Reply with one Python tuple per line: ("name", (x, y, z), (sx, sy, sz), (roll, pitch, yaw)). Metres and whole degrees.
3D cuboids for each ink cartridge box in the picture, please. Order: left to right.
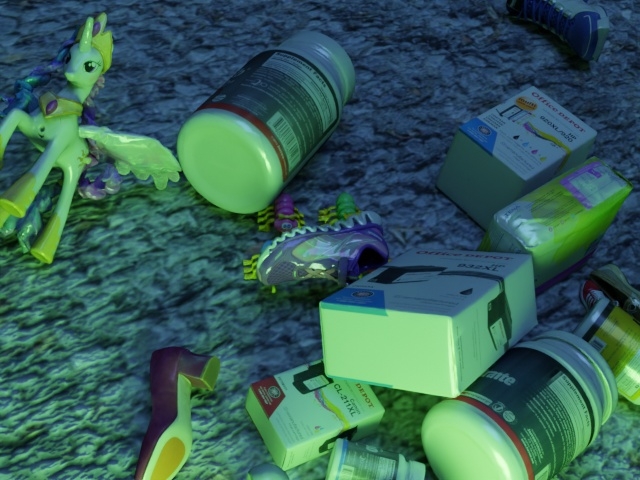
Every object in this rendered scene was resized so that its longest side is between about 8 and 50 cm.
("ink cartridge box", (-0.009, 0.258, 1.559), (0.175, 0.072, 0.127), (-18, 56, -26))
("ink cartridge box", (0.175, 0.115, 1.574), (0.223, 0.129, 0.307), (3, 17, 33))
("ink cartridge box", (0.375, -0.154, 1.942), (0.233, 0.168, 0.171), (-30, 62, -34))

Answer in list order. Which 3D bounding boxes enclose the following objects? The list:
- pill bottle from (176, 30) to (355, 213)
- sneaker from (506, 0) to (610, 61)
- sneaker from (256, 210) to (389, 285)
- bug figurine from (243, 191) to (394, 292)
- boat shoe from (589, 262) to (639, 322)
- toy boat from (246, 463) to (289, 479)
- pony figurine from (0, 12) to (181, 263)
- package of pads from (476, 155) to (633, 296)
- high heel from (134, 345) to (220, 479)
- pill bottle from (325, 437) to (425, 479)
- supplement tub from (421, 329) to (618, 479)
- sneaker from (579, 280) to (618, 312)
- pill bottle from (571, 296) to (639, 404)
("pill bottle", (-0.087, -0.228, 1.864), (0.210, 0.210, 0.363), (28, 46, 11))
("sneaker", (0.533, -0.528, 2.345), (0.182, 0.127, 0.315), (-2, 44, -10))
("sneaker", (0.013, 0.031, 1.658), (0.237, 0.095, 0.104), (-17, 55, -18))
("bug figurine", (0.000, 0.000, 1.784), (0.279, 0.072, 0.216), (-1, 50, -14))
("boat shoe", (0.551, 0.106, 1.841), (0.048, 0.056, 0.153), (-19, 55, -16))
("toy boat", (0.026, 0.424, 1.374), (0.318, 0.148, 0.267), (29, 51, 12))
("pony figurine", (-0.417, -0.156, 1.678), (0.303, 0.351, 0.363), (21, 67, 9))
("package of pads", (0.398, -0.004, 1.779), (0.297, 0.229, 0.101), (-28, 61, -31))
("high heel", (-0.247, 0.264, 1.512), (0.117, 0.082, 0.244), (4, 57, 27))
("pill bottle", (0.081, 0.347, 1.501), (0.137, 0.078, 0.078), (15, 48, -1))
("supplement tub", (0.305, 0.273, 1.544), (0.272, 0.191, 0.191), (-30, 62, -33))
("sneaker", (0.500, 0.106, 1.817), (0.042, 0.067, 0.118), (7, 49, -8))
("pill bottle", (0.525, 0.201, 1.703), (0.208, 0.119, 0.119), (38, 52, 11))
